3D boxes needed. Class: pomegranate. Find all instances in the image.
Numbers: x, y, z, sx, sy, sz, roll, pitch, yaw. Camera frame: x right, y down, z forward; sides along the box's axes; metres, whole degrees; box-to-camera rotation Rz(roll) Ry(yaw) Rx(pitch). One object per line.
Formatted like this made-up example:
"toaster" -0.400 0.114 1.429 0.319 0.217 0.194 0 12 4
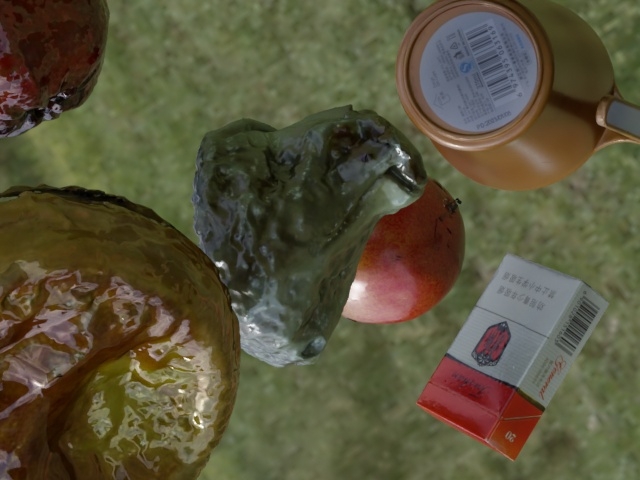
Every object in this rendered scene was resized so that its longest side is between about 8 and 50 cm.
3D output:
"pomegranate" 0.064 0.006 2.089 0.210 0.235 0.210 169 90 -87

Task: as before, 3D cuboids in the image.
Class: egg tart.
"egg tart" -0.282 0.130 1.456 0.178 0.443 0.443 47 165 46

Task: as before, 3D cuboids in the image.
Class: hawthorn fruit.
"hawthorn fruit" -0.366 -0.268 1.848 0.254 0.254 0.300 133 114 -79

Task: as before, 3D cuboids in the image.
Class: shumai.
"shumai" 0.000 0.000 1.672 0.225 0.222 0.260 -30 -64 -75

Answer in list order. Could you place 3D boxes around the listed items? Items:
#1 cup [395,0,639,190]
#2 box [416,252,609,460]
"cup" 0.177 -0.130 1.479 0.226 0.182 0.264 17 -175 15
"box" 0.156 0.093 1.385 0.048 0.152 0.100 33 174 -32
